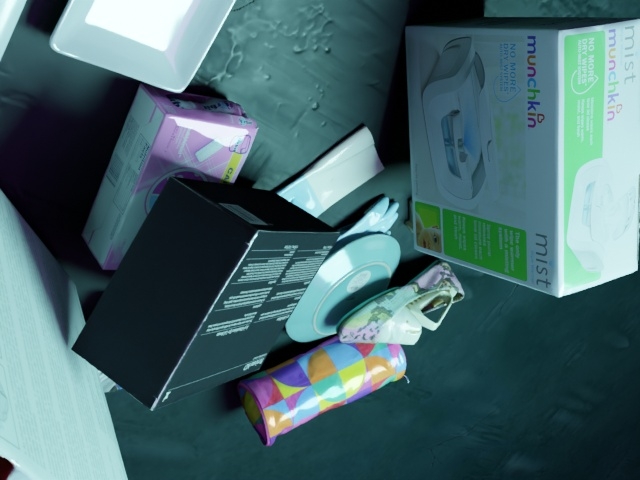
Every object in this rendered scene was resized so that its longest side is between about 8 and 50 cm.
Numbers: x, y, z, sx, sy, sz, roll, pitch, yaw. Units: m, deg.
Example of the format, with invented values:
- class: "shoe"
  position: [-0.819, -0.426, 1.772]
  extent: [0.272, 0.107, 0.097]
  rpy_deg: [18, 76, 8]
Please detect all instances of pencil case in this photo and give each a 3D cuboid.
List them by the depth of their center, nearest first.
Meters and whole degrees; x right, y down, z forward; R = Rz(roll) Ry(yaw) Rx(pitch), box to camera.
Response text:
- class: "pencil case"
  position: [0.006, 0.189, 1.239]
  extent: [0.236, 0.104, 0.104]
  rpy_deg: [-21, 137, -22]

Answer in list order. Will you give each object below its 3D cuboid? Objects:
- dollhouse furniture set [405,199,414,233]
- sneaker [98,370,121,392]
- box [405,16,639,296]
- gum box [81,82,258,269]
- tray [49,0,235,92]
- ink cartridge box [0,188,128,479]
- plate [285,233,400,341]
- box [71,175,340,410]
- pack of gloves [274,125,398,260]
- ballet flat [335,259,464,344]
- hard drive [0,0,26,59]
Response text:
- class: "dollhouse furniture set"
  position: [0.227, 0.003, 1.178]
  extent: [0.161, 0.182, 0.101]
  rpy_deg: [-27, 139, -18]
- class: "sneaker"
  position: [-0.282, 0.140, 0.991]
  extent: [0.211, 0.080, 0.081]
  rpy_deg: [-29, 114, -12]
- class: "box"
  position: [0.213, -0.101, 0.968]
  extent: [0.127, 0.231, 0.262]
  rpy_deg: [-14, 110, -30]
- class: "gum box"
  position: [-0.150, -0.061, 0.905]
  extent: [0.107, 0.062, 0.188]
  rpy_deg: [4, 124, -42]
- class: "tray"
  position: [-0.116, -0.262, 0.774]
  extent: [0.145, 0.030, 0.270]
  rpy_deg: [13, 117, -46]
- class: "ink cartridge box"
  position: [-0.269, 0.075, 0.700]
  extent: [0.091, 0.308, 0.385]
  rpy_deg: [-23, 146, -2]
- class: "plate"
  position: [0.036, 0.070, 1.189]
  extent: [0.188, 0.024, 0.188]
  rpy_deg: [-29, 148, -21]
- class: "box"
  position: [-0.098, 0.045, 0.892]
  extent: [0.184, 0.103, 0.261]
  rpy_deg: [-61, 166, 8]
- class: "pack of gloves"
  position: [0.000, 0.000, 1.100]
  extent: [0.232, 0.046, 0.195]
  rpy_deg: [-37, 140, -5]
- class: "ballet flat"
  position: [0.119, 0.094, 1.217]
  extent: [0.221, 0.079, 0.077]
  rpy_deg: [-26, 152, -41]
- class: "hard drive"
  position: [-0.308, -0.212, 0.655]
  extent: [0.203, 0.040, 0.307]
  rpy_deg: [11, 118, -44]
